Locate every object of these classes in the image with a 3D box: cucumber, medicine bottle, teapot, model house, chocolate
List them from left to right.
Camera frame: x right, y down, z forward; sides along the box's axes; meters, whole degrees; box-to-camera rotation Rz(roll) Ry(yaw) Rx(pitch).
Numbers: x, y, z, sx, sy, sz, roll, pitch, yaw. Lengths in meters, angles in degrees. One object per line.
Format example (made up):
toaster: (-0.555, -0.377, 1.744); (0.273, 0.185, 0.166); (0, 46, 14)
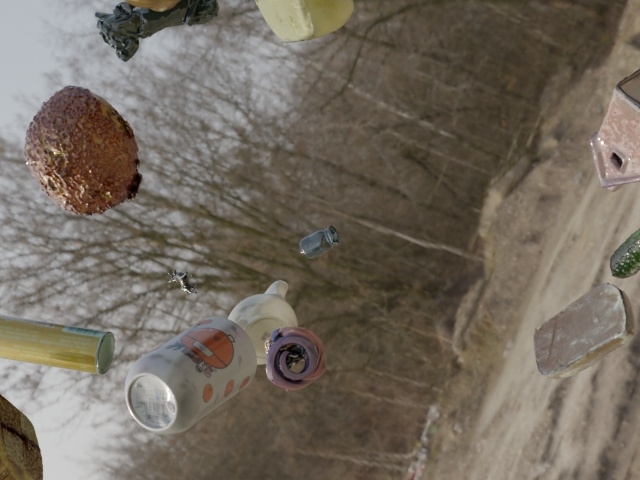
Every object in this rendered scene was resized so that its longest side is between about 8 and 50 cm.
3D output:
medicine bottle: (-0.650, 0.206, 1.733); (0.108, 0.425, 0.108); (8, -90, -82)
teapot: (-0.174, 0.254, 2.323); (0.298, 0.204, 0.139); (-50, 27, 3)
teapot: (0.002, 0.004, 1.729); (0.083, 0.049, 0.063); (-26, -6, 22)
chocolate: (0.588, 0.210, 1.808); (0.254, 0.080, 0.157); (-44, 27, 37)
cucumber: (0.657, 0.027, 1.731); (0.227, 0.069, 0.069); (86, -153, -68)
model house: (0.596, -0.169, 1.374); (0.237, 0.202, 0.237); (-34, -27, -22)

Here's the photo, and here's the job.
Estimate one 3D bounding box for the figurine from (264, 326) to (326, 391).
figurine: (-0.052, 0.212, 1.578); (0.114, 0.126, 0.157); (-45, 12, 6)

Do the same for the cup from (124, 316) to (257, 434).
cup: (-0.323, 0.337, 2.029); (0.317, 0.212, 0.212); (-30, -37, -62)

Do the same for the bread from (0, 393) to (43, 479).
bread: (-0.592, 0.382, 1.517); (0.222, 0.096, 0.181); (79, 172, -56)

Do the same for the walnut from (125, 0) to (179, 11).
walnut: (-0.363, -0.603, 1.791); (0.228, 0.228, 0.228); (22, -90, -83)

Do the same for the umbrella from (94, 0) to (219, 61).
umbrella: (-0.353, -0.540, 1.950); (0.348, 0.143, 0.094); (-28, -9, -9)

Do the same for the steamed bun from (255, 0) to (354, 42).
steamed bun: (-0.038, -0.555, 1.787); (0.166, 0.232, 0.273); (-33, 21, -16)

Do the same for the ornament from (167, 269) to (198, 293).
ornament: (-0.398, 0.119, 2.370); (0.028, 0.125, 0.073); (-32, -71, -38)

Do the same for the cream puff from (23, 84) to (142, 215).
cream puff: (-0.629, -0.218, 2.124); (0.228, 0.350, 0.351); (-28, -34, -41)
